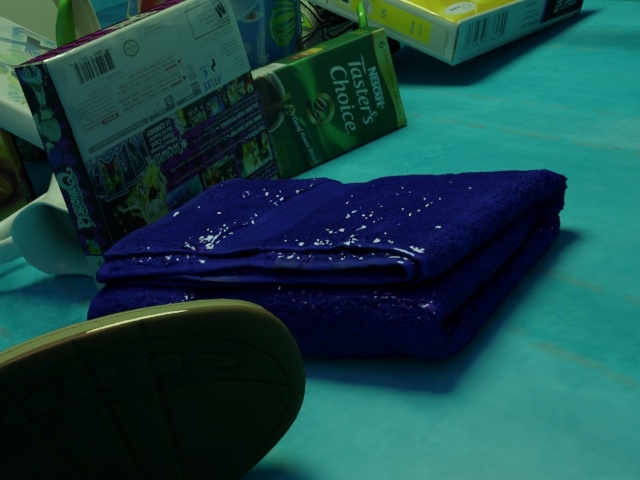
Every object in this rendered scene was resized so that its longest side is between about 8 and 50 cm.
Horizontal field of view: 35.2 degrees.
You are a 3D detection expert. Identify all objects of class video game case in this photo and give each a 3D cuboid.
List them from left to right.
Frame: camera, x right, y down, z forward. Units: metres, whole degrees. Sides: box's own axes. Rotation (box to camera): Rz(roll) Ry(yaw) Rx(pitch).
[{"bbox_3d":[-0.363,-0.202,1.238,0.329,0.036,0.300,27,20,14],"label":"video game case"},{"bbox_3d":[-0.131,-0.087,0.864,0.042,0.210,0.232,-1,26,35],"label":"video game case"}]

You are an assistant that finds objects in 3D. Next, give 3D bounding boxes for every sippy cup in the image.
[{"bbox_3d":[-0.116,-0.233,1.111,0.305,0.224,0.240,-18,38,-33],"label":"sippy cup"}]

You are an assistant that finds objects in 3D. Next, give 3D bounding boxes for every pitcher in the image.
[{"bbox_3d":[-0.221,-0.050,0.967,0.178,0.125,0.207,-6,34,29],"label":"pitcher"}]

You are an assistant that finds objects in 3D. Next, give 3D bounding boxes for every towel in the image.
[{"bbox_3d":[0.000,0.000,0.739,0.308,0.076,0.227,0,27,36],"label":"towel"}]

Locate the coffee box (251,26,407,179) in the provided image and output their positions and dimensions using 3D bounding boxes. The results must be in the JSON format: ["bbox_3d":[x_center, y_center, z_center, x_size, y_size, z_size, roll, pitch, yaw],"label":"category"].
[{"bbox_3d":[-0.001,-0.143,1.047,0.184,0.113,0.040,-25,22,-27],"label":"coffee box"}]

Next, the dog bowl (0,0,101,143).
[{"bbox_3d":[-0.490,-0.283,1.452,0.102,0.349,0.349,-14,15,48],"label":"dog bowl"}]

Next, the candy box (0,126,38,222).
[{"bbox_3d":[-0.424,-0.057,1.130,0.187,0.109,0.053,-15,21,0],"label":"candy box"}]

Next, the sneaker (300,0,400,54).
[{"bbox_3d":[0.005,-0.322,1.443,0.134,0.146,0.343,-20,23,-13],"label":"sneaker"}]

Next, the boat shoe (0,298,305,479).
[{"bbox_3d":[-0.179,0.109,0.541,0.342,0.123,0.123,-25,24,-7],"label":"boat shoe"}]

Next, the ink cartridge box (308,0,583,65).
[{"bbox_3d":[0.144,-0.344,1.328,0.307,0.072,0.303,33,42,29],"label":"ink cartridge box"}]

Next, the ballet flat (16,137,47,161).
[{"bbox_3d":[-0.349,-0.170,1.414,0.070,0.070,0.188,-2,38,32],"label":"ballet flat"}]
